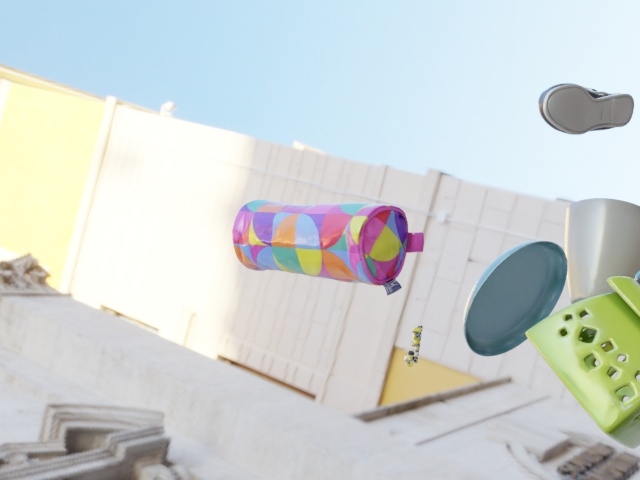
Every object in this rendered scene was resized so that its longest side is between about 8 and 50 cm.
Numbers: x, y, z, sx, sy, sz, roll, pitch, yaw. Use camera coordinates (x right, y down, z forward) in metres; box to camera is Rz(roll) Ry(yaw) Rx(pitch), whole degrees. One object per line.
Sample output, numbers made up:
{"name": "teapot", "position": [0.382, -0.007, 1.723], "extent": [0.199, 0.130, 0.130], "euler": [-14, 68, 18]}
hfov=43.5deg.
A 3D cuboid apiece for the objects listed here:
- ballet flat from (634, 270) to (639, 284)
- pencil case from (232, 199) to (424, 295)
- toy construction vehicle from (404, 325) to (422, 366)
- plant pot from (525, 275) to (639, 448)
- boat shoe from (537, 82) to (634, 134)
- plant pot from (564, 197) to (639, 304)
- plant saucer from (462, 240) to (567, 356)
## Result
{"name": "ballet flat", "position": [0.773, 0.167, 1.723], "extent": [0.280, 0.096, 0.095], "euler": [40, -84, -25]}
{"name": "pencil case", "position": [0.000, 0.000, 0.960], "extent": [0.104, 0.236, 0.104], "euler": [-8, -79, -47]}
{"name": "toy construction vehicle", "position": [0.237, 0.271, 2.050], "extent": [0.098, 0.035, 0.085], "euler": [82, -162, -62]}
{"name": "plant pot", "position": [0.535, 0.206, 1.410], "extent": [0.207, 0.227, 0.228], "euler": [-42, -36, 11]}
{"name": "boat shoe", "position": [0.582, -0.298, 1.819], "extent": [0.335, 0.095, 0.112], "euler": [-5, -76, -38]}
{"name": "plant pot", "position": [0.787, 0.063, 2.227], "extent": [0.256, 0.257, 0.274], "euler": [48, -125, -53]}
{"name": "plant saucer", "position": [0.449, 0.131, 1.879], "extent": [0.318, 0.044, 0.317], "euler": [-19, -52, -26]}
